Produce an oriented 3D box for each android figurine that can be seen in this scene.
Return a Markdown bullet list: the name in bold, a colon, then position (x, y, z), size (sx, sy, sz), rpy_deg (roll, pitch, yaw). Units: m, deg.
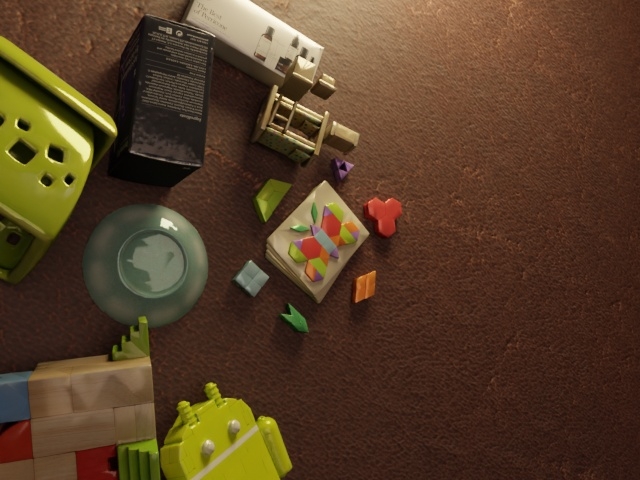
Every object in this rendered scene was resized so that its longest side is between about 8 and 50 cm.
- **android figurine**: position (-0.136, 0.349, 0.923), size (0.248, 0.056, 0.272), rpy_deg (-22, 91, -58)

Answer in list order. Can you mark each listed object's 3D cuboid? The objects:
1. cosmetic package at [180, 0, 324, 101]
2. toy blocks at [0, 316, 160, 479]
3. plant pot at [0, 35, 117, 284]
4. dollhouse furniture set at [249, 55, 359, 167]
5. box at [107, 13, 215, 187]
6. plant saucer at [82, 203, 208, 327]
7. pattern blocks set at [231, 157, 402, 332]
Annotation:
- **cosmetic package**: position (-0.116, -0.346, 1.079), size (0.239, 0.060, 0.098), rpy_deg (25, 70, -25)
- **toy blocks**: position (-0.342, 0.305, 0.799), size (0.261, 0.191, 0.381), rpy_deg (-4, 94, -17)
- **plant pot**: position (-0.403, -0.105, 0.782), size (0.228, 0.227, 0.207), rpy_deg (38, 55, -19)
- **dollhouse furniture set**: position (-0.001, -0.192, 1.049), size (0.182, 0.161, 0.101), rpy_deg (23, 65, -19)
- **box**: position (-0.239, -0.198, 0.932), size (0.108, 0.153, 0.207), rpy_deg (9, 77, -28)
- **plant saucer**: position (-0.258, 0.036, 0.953), size (0.195, 0.037, 0.194), rpy_deg (5, 80, -29)
- **pattern blocks set**: position (0.000, 0.000, 1.113), size (0.285, 0.026, 0.324), rpy_deg (35, 67, -21)
